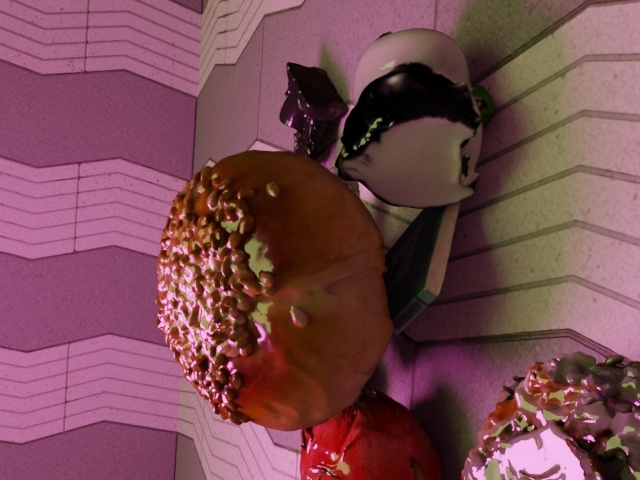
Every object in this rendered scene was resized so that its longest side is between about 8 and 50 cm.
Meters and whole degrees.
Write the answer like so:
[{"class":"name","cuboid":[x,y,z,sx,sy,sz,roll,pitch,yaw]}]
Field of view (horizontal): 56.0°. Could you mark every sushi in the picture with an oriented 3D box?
[{"class":"sushi","cuboid":[0.274,0.297,0.546,0.417,0.176,0.417,-177,90,-66]}]

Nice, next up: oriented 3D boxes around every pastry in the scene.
[{"class":"pastry","cuboid":[-0.087,0.070,0.859,0.410,0.245,0.409,7,99,50]}]

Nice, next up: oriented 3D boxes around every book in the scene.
[{"class":"book","cuboid":[0.109,0.083,0.979,0.379,0.031,0.264,-56,8,49]}]

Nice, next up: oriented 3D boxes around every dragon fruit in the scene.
[{"class":"dragon fruit","cuboid":[0.076,0.367,0.939,0.241,0.241,0.252,119,168,-44]}]

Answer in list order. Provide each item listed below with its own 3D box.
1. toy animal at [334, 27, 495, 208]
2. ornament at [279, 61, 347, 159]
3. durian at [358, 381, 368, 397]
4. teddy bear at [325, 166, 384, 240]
[{"class":"toy animal","cuboid":[0.145,-0.185,0.881,0.212,0.213,0.266,122,165,-48]},{"class":"ornament","cuboid":[-0.038,-0.265,1.453,0.251,0.106,0.260,-111,28,-48]},{"class":"durian","cuboid":[0.046,0.274,1.173,0.220,0.096,0.137,95,-179,-73]},{"class":"teddy bear","cuboid":[-0.048,-0.004,1.108,0.327,0.375,0.362,-51,-8,6]}]
